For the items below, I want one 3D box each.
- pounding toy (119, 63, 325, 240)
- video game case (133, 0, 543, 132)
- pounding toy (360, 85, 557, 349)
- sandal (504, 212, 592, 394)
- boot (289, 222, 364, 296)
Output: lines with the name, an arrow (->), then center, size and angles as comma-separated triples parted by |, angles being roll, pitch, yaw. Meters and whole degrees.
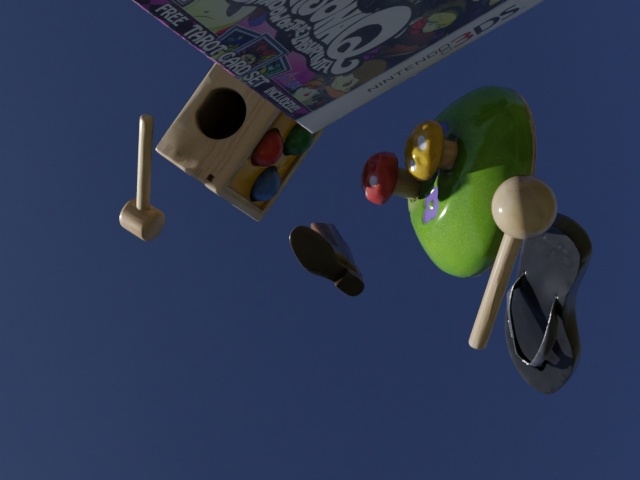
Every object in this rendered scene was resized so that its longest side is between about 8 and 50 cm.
pounding toy -> -0.100, -0.074, 0.961 | 0.206, 0.094, 0.181 | -55, -19, -1
video game case -> 0.036, -0.150, 0.519 | 0.042, 0.210, 0.232 | 66, -166, 18
pounding toy -> 0.109, -0.047, 0.901 | 0.110, 0.237, 0.183 | 11, -54, -17
sandal -> 0.243, 0.078, 1.118 | 0.054, 0.097, 0.255 | -35, -42, -30
boot -> 0.000, 0.000, 1.052 | 0.037, 0.114, 0.106 | -38, -63, 12
